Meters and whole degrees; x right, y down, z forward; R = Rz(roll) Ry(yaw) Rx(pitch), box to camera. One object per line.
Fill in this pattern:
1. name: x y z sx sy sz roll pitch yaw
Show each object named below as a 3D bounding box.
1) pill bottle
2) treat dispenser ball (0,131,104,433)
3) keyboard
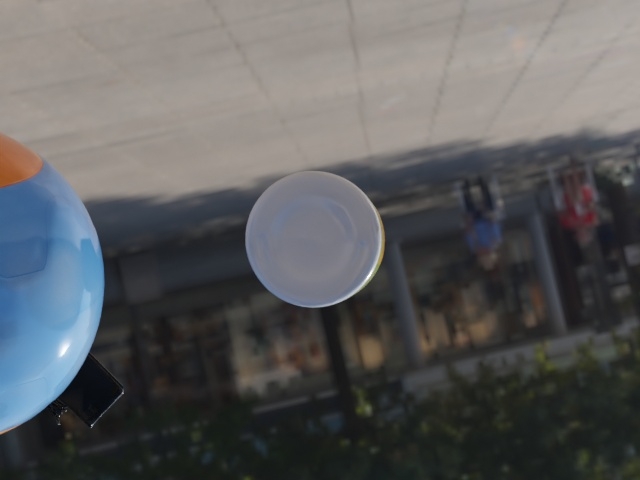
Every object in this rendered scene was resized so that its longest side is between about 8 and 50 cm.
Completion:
1. pill bottle: 0.000 0.000 1.589 0.136 0.136 0.246 -13 178 4
2. treat dispenser ball: -0.335 0.038 1.316 0.288 0.288 0.288 -13 177 -1
3. keyboard: -0.368 0.173 2.047 0.100 0.192 0.038 -46 -167 -12
